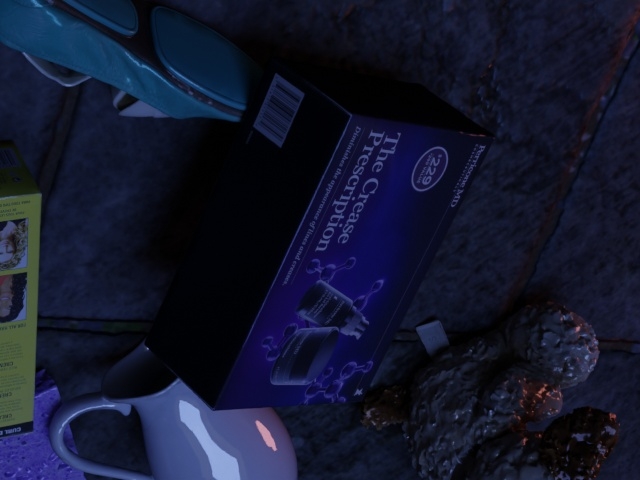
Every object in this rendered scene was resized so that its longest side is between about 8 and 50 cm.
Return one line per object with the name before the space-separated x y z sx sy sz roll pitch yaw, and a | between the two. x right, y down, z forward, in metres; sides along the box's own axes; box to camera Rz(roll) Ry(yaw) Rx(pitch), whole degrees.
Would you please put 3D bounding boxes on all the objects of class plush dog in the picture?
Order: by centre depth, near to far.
plush dog | 0.171 0.212 1.439 0.210 0.225 0.262 1 123 -28

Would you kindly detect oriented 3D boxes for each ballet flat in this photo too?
ballet flat | -0.149 -0.140 1.130 0.247 0.083 0.087 26 133 -38

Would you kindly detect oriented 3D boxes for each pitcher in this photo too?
pitcher | -0.125 0.182 1.339 0.177 0.125 0.207 -32 122 -3

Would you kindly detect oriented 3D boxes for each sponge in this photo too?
sponge | -0.267 0.219 1.339 0.117 0.031 0.210 -25 132 -19

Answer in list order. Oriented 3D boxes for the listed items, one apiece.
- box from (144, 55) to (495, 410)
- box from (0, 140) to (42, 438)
box | 0.000 0.000 1.208 0.184 0.103 0.261 1 120 -50
box | -0.260 0.043 1.191 0.058 0.087 0.232 -9 125 -24
